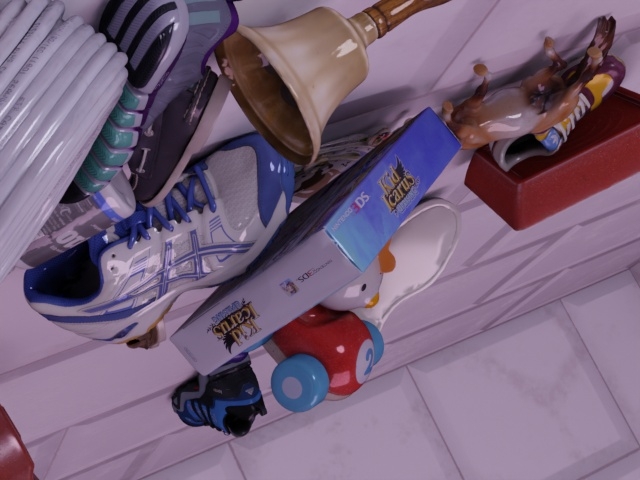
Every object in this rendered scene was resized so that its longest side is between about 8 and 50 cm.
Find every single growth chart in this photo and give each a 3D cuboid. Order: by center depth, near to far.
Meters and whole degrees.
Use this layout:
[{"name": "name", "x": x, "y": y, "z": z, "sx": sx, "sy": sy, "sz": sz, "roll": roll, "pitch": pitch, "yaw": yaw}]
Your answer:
[{"name": "growth chart", "x": -0.023, "y": -0.068, "z": 1.318, "sx": 0.237, "sy": 0.021, "sz": 0.172, "roll": -18, "pitch": 165, "yaw": -28}]

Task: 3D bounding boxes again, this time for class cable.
[{"name": "cable", "x": -0.214, "y": -0.027, "z": 0.730, "sx": 0.257, "sy": 0.089, "sz": 0.257, "roll": -50, "pitch": -168, "yaw": 26}]

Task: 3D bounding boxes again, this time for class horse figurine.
[{"name": "horse figurine", "x": 0.215, "y": -0.157, "z": 1.333, "sx": 0.263, "sy": 0.066, "sz": 0.174, "roll": -23, "pitch": 161, "yaw": -6}]

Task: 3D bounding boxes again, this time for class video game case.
[{"name": "video game case", "x": 0.000, "y": 0.000, "z": 1.213, "sx": 0.244, "sy": 0.061, "sz": 0.269, "roll": -37, "pitch": -172, "yaw": 40}]

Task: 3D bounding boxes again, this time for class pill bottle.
[{"name": "pill bottle", "x": -0.227, "y": -0.024, "z": 0.975, "sx": 0.137, "sy": 0.078, "sz": 0.078, "roll": -28, "pitch": 166, "yaw": 6}]

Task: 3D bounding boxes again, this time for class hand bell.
[{"name": "hand bell", "x": 0.048, "y": -0.177, "z": 0.938, "sx": 0.242, "sy": 0.126, "sz": 0.126, "roll": -36, "pitch": 169, "yaw": -16}]

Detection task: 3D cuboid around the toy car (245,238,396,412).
[{"name": "toy car", "x": 0.026, "y": 0.073, "z": 1.594, "sx": 0.238, "sy": 0.210, "sz": 0.219, "roll": -48, "pitch": 168, "yaw": 27}]

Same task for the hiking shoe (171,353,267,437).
[{"name": "hiking shoe", "x": -0.185, "y": 0.302, "z": 2.146, "sx": 0.113, "sy": 0.132, "sz": 0.304, "roll": -20, "pitch": 165, "yaw": -25}]

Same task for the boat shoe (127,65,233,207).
[{"name": "boat shoe", "x": -0.134, "y": -0.091, "z": 0.990, "sx": 0.065, "sy": 0.075, "sz": 0.206, "roll": 25, "pitch": 153, "yaw": -14}]

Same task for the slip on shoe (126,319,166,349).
[{"name": "slip on shoe", "x": -0.228, "y": 0.113, "z": 1.557, "sx": 0.041, "sy": 0.051, "sz": 0.135, "roll": -9, "pitch": 168, "yaw": -17}]

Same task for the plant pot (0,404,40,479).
[{"name": "plant pot", "x": -0.475, "y": 0.298, "z": 1.380, "sx": 0.265, "sy": 0.272, "sz": 0.272, "roll": -29, "pitch": 168, "yaw": -24}]

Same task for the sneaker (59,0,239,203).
[{"name": "sneaker", "x": -0.131, "y": -0.102, "z": 0.869, "sx": 0.098, "sy": 0.083, "sz": 0.223, "roll": -20, "pitch": 165, "yaw": -44}]

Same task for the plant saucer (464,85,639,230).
[{"name": "plant saucer", "x": 0.315, "y": -0.119, "z": 1.493, "sx": 0.258, "sy": 0.048, "sz": 0.259, "roll": -27, "pitch": -162, "yaw": 0}]

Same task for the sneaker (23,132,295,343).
[{"name": "sneaker", "x": -0.155, "y": -0.002, "z": 1.136, "sx": 0.296, "sy": 0.112, "sz": 0.131, "roll": -40, "pitch": 146, "yaw": 19}]

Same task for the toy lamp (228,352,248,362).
[{"name": "toy lamp", "x": -0.079, "y": 0.129, "z": 1.829, "sx": 0.274, "sy": 0.080, "sz": 0.080, "roll": -17, "pitch": 164, "yaw": -44}]

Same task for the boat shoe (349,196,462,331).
[{"name": "boat shoe", "x": 0.087, "y": 0.050, "z": 1.766, "sx": 0.319, "sy": 0.116, "sz": 0.099, "roll": -54, "pitch": -159, "yaw": 21}]

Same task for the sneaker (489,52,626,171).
[{"name": "sneaker", "x": 0.284, "y": -0.146, "z": 1.417, "sx": 0.185, "sy": 0.084, "sz": 0.069, "roll": -34, "pitch": 126, "yaw": 27}]
